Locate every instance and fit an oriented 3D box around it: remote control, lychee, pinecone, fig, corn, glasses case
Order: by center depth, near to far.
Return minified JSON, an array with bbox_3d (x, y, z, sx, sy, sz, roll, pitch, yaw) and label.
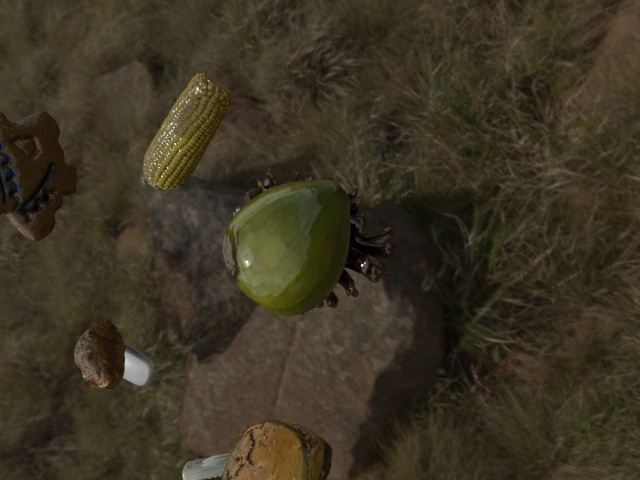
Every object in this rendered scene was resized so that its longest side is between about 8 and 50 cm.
[{"bbox_3d":[-0.048,0.002,1.253,0.271,0.239,0.239,-46,45,10],"label":"fig"},{"bbox_3d":[0.000,0.000,1.582,0.385,0.385,0.384,-22,58,39],"label":"pinecone"},{"bbox_3d":[-0.197,-0.068,1.793,0.067,0.068,0.083,52,127,49],"label":"lychee"},{"bbox_3d":[-0.360,-0.285,1.801,0.387,0.144,0.143,-49,44,31],"label":"corn"},{"bbox_3d":[-0.289,0.658,1.970,0.090,0.230,0.049,-122,22,-83],"label":"remote control"},{"bbox_3d":[-0.614,0.367,2.070,0.234,0.059,0.092,23,105,19],"label":"glasses case"}]

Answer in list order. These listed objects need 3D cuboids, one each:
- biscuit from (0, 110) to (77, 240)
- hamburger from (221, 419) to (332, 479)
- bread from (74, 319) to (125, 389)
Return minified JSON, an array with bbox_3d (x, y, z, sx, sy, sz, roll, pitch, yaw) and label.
[{"bbox_3d":[-0.621,-0.137,1.296,0.043,0.302,0.278,-18,73,44],"label":"biscuit"},{"bbox_3d":[-0.118,0.592,1.638,0.284,0.174,0.304,-18,49,43],"label":"hamburger"},{"bbox_3d":[-0.454,0.240,1.369,0.076,0.105,0.233,-49,28,4],"label":"bread"}]
